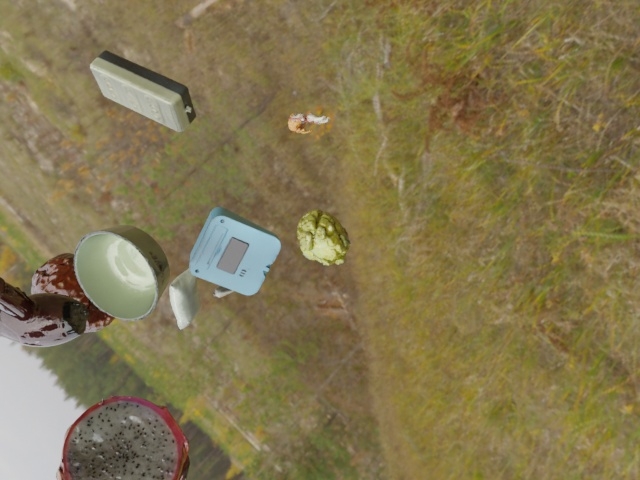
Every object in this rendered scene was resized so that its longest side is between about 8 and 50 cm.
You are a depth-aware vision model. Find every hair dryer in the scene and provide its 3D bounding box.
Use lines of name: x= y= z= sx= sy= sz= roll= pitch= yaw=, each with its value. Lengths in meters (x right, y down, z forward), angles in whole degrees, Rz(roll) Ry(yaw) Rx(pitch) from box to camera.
hair dryer: x=-0.704 y=0.137 z=1.440 sx=0.312 sy=0.123 sz=0.340 roll=-1 pitch=154 yaw=5

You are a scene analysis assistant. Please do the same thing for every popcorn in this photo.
popcorn: x=0.010 y=-0.006 z=1.873 sx=0.174 sy=0.142 sz=0.173 roll=63 pitch=173 yaw=13

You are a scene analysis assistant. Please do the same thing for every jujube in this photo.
jujube: x=-0.665 y=0.147 z=1.812 sx=0.232 sy=0.213 sz=0.213 roll=20 pitch=147 yaw=41

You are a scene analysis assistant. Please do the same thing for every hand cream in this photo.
hand cream: x=-0.301 y=0.155 z=2.339 sx=0.057 sy=0.165 sz=0.037 roll=52 pitch=161 yaw=41

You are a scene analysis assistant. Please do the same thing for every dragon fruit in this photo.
dragon fruit: x=-0.437 y=0.489 z=1.488 sx=0.290 sy=0.290 sz=0.189 roll=43 pitch=151 yaw=6

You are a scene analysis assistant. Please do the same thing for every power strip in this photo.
power strip: x=-0.397 y=-0.335 z=1.502 sx=0.256 sy=0.070 sz=0.105 roll=25 pitch=155 yaw=18

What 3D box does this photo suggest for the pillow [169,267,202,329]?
pillow: x=-0.507 y=0.211 z=2.524 sx=0.078 sy=0.144 sz=0.254 roll=26 pitch=140 yaw=24

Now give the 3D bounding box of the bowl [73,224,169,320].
bowl: x=-0.410 y=0.056 z=1.426 sx=0.211 sy=0.112 sz=0.212 roll=8 pitch=117 yaw=17

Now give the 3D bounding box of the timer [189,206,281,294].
timer: x=-0.278 y=0.038 z=2.165 sx=0.249 sy=0.232 sz=0.091 roll=25 pitch=-163 yaw=-16

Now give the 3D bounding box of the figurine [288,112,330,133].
figurine: x=-0.028 y=-0.261 z=1.469 sx=0.109 sy=0.047 sz=0.064 roll=3 pitch=179 yaw=42
